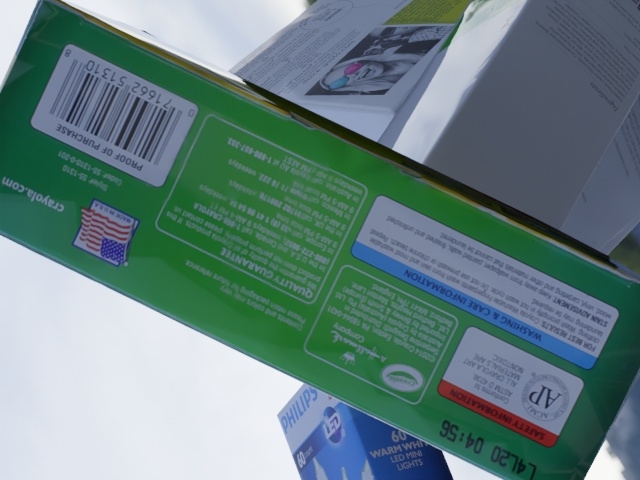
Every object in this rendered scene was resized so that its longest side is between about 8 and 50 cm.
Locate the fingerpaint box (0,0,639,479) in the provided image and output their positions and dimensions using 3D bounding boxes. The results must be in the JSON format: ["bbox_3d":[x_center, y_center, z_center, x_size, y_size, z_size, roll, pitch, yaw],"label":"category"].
[{"bbox_3d":[0.000,0.000,1.281,0.445,0.163,0.371,26,-175,1],"label":"fingerpaint box"}]

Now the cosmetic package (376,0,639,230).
[{"bbox_3d":[0.167,-0.098,1.679,0.155,0.365,0.197,41,150,-12],"label":"cosmetic package"}]

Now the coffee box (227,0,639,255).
[{"bbox_3d":[0.134,-0.111,2.033,0.334,0.338,0.338,10,134,48],"label":"coffee box"}]

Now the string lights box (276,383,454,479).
[{"bbox_3d":[0.058,0.233,1.510,0.076,0.133,0.260,-10,-115,-28],"label":"string lights box"}]
